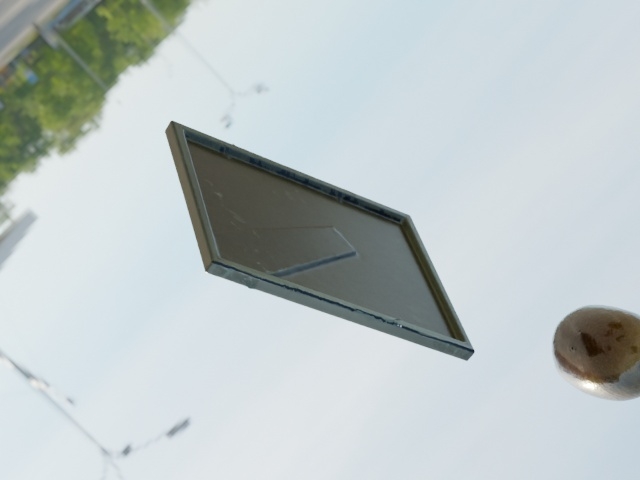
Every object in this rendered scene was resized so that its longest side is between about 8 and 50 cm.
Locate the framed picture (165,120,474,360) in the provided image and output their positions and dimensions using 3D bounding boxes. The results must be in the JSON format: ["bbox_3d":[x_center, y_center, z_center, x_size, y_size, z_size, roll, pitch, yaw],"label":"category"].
[{"bbox_3d":[0.000,0.000,1.006,0.016,0.250,0.184,-54,-145,25],"label":"framed picture"}]

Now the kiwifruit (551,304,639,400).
[{"bbox_3d":[0.232,0.090,1.027,0.075,0.075,0.124,-45,-163,-7],"label":"kiwifruit"}]
